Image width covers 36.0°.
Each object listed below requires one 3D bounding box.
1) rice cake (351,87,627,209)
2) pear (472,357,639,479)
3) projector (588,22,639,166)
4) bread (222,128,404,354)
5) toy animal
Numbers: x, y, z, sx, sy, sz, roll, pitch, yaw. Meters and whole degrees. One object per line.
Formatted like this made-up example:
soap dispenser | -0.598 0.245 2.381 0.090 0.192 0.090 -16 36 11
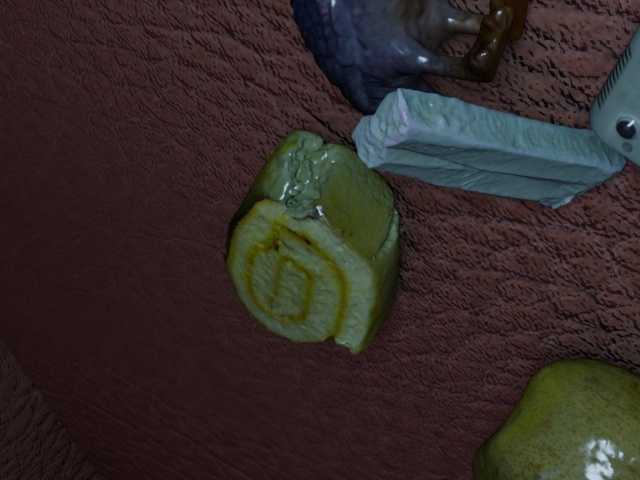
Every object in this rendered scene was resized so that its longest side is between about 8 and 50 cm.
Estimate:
rice cake | 0.129 -0.068 0.756 0.085 0.226 0.040 -32 57 50
pear | 0.263 0.226 0.931 0.211 0.188 0.228 41 149 19
projector | 0.311 -0.084 0.589 0.250 0.108 0.198 36 149 12
bread | 0.000 0.000 1.041 0.186 0.124 0.257 26 144 15
toy animal | 0.061 -0.178 0.757 0.185 0.122 0.298 22 151 15
